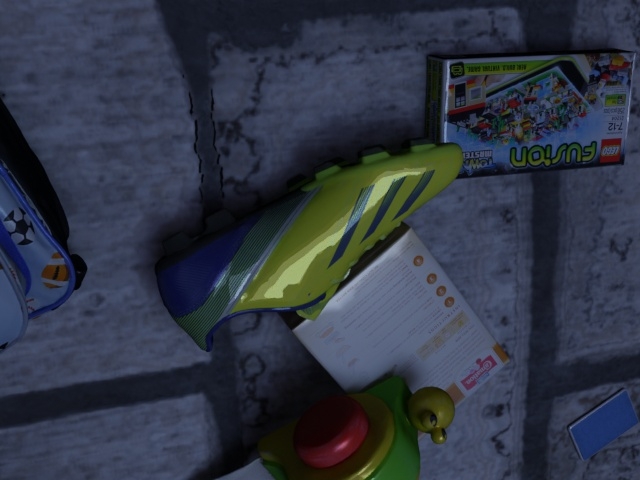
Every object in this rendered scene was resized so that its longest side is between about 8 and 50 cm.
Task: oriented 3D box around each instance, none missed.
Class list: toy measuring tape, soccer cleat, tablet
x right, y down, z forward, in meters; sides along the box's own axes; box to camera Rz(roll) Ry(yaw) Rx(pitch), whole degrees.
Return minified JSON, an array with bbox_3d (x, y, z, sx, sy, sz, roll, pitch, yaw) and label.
[{"bbox_3d":[-0.025,0.226,0.794,0.330,0.121,0.121,-30,115,8],"label":"toy measuring tape"},{"bbox_3d":[-0.001,0.000,0.782,0.289,0.093,0.121,-25,95,-5],"label":"soccer cleat"},{"bbox_3d":[0.322,0.210,1.021,0.083,0.006,0.054,-32,114,-10],"label":"tablet"}]

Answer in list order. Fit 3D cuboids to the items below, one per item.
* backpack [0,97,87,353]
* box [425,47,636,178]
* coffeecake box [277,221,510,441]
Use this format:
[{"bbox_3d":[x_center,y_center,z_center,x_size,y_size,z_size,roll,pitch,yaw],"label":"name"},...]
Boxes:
[{"bbox_3d":[-0.330,-0.004,0.614,0.263,0.213,0.277,-24,116,-1],"label":"backpack"},{"bbox_3d":[0.201,-0.122,0.859,0.206,0.036,0.114,-7,108,-19],"label":"box"},{"bbox_3d":[0.070,0.089,0.856,0.142,0.068,0.185,-40,115,-3],"label":"coffeecake box"}]
